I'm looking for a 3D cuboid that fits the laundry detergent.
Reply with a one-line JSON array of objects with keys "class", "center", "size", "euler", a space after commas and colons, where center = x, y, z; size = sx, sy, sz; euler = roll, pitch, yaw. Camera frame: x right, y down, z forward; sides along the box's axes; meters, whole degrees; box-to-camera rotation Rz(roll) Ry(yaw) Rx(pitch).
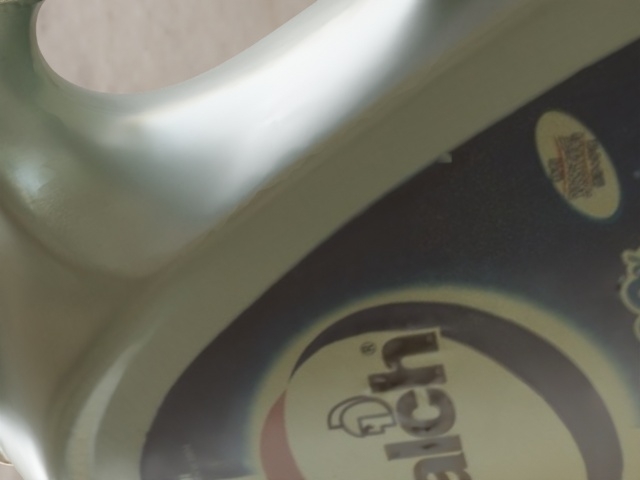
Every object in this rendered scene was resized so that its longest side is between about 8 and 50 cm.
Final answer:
[{"class": "laundry detergent", "center": [0.000, 0.000, 0.442], "size": [0.105, 0.281, 0.214], "euler": [-81, -20, -55]}]
